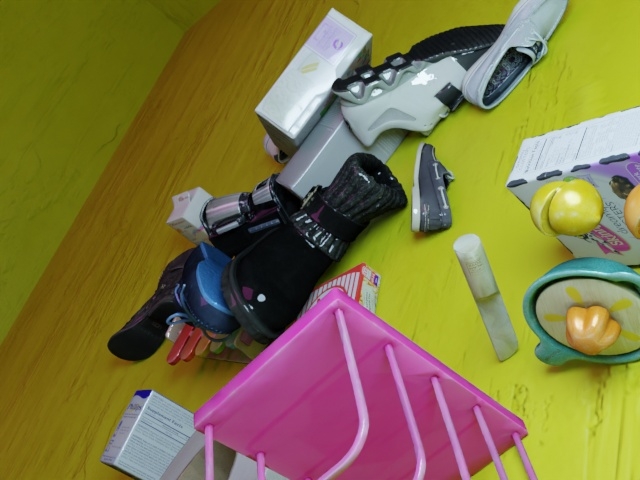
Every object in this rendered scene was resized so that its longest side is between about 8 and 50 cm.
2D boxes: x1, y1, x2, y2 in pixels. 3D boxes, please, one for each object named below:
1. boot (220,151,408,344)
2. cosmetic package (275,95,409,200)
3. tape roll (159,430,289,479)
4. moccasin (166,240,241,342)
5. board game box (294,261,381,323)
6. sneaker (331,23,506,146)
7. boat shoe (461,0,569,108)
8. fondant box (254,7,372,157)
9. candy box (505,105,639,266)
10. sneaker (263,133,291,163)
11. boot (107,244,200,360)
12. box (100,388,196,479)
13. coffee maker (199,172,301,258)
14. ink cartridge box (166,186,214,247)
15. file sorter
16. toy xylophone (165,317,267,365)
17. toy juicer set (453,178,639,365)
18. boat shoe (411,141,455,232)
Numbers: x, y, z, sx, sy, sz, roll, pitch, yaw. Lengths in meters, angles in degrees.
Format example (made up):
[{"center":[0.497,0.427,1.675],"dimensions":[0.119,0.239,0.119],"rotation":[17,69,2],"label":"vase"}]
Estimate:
[{"center":[-0.002,-0.004,1.206],"dimensions":[0.260,0.131,0.348],"rotation":[-35,13,22],"label":"boot"},{"center":[0.043,-0.161,1.434],"dimensions":[0.238,0.127,0.107],"rotation":[-50,26,0],"label":"cosmetic package"},{"center":[-0.144,0.355,1.014],"dimensions":[0.392,0.072,0.392],"rotation":[-47,15,17],"label":"tape roll"},{"center":[-0.183,0.103,1.310],"dimensions":[0.117,0.137,0.342],"rotation":[-54,11,4],"label":"moccasin"},{"center":[0.016,0.143,1.181],"dimensions":[0.146,0.045,0.194],"rotation":[-31,32,38],"label":"board game box"},{"center":[0.196,-0.265,1.337],"dimensions":[0.330,0.146,0.122],"rotation":[-20,29,7],"label":"sneaker"},{"center":[0.319,-0.300,1.221],"dimensions":[0.227,0.079,0.081],"rotation":[-51,32,16],"label":"boat shoe"},{"center":[-0.004,-0.288,1.541],"dimensions":[0.238,0.096,0.330],"rotation":[-53,-4,-1],"label":"fondant box"},{"center":[0.318,-0.049,0.785],"dimensions":[0.196,0.165,0.070],"rotation":[-14,43,54],"label":"candy box"},{"center":[-0.022,-0.276,1.752],"dimensions":[0.258,0.094,0.091],"rotation":[-50,43,15],"label":"sneaker"},{"center":[-0.371,0.143,1.800],"dimensions":[0.263,0.091,0.229],"rotation":[-36,24,23],"label":"boot"},{"center":[-0.282,0.344,1.327],"dimensions":[0.072,0.126,0.137],"rotation":[-15,44,54],"label":"box"},{"center":[-0.121,-0.035,1.546],"dimensions":[0.178,0.171,0.120],"rotation":[-17,47,25],"label":"coffee maker"},{"center":[-0.283,-0.053,1.813],"dimensions":[0.092,0.143,0.090],"rotation":[-15,44,52],"label":"ink cartridge box"},{"center":[0.058,0.231,0.722],"dimensions":[0.202,0.290,0.182],"rotation":[-43,30,19],"label":"file sorter"},{"center":[-0.163,0.132,1.451],"dimensions":[0.322,0.081,0.236],"rotation":[-17,42,50],"label":"toy xylophone"},{"center":[0.241,0.045,0.743],"dimensions":[0.329,0.209,0.089],"rotation":[-22,30,45],"label":"toy juicer set"},{"center":[0.177,-0.083,1.212],"dimensions":[0.064,0.075,0.206],"rotation":[3,39,8],"label":"boat shoe"}]
